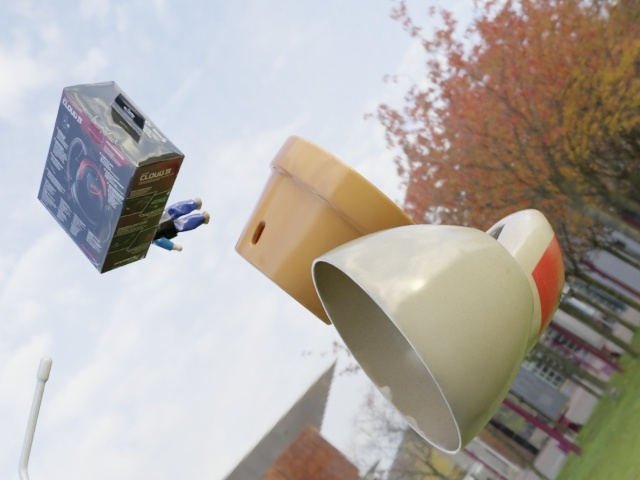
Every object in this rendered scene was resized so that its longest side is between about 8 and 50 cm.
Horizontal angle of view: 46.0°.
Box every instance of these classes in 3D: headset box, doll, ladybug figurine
[{"bbox_3d":[-0.375,-0.122,1.334,0.110,0.218,0.293,-24,-28,-46],"label":"headset box"},{"bbox_3d":[-0.334,-0.031,1.646,0.189,0.129,0.046,-24,-8,-34],"label":"doll"},{"bbox_3d":[0.317,0.098,1.344,0.305,0.162,0.449,-49,-4,33],"label":"ladybug figurine"}]

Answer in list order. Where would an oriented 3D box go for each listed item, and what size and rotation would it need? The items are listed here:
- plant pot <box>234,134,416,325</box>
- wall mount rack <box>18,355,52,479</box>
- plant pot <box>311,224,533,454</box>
[{"bbox_3d":[0.000,0.000,1.217,0.203,0.291,0.291,-52,-20,-4],"label":"plant pot"},{"bbox_3d":[-0.442,0.300,0.986,0.130,0.304,0.350,-40,-31,17],"label":"wall mount rack"},{"bbox_3d":[0.149,0.090,0.932,0.191,0.284,0.284,-34,-25,-14],"label":"plant pot"}]
